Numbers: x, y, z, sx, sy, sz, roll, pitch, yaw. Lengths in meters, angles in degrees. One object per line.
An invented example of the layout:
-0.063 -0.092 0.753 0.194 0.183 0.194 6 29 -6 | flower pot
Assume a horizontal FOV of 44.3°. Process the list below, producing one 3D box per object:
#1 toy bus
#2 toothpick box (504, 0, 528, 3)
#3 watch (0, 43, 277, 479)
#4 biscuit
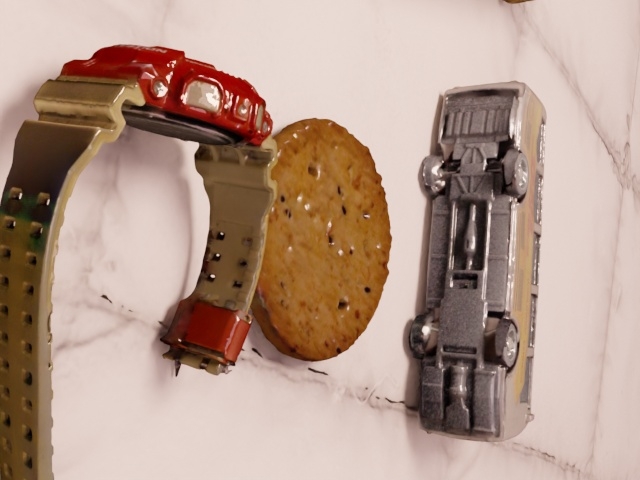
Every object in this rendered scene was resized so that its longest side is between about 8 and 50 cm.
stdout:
0.162 0.019 0.780 0.138 0.097 0.343 15 77 -60 | toy bus
0.187 -0.341 0.736 0.308 0.190 0.188 -12 103 -49 | toothpick box
-0.099 0.030 0.437 0.164 0.102 0.269 -5 103 -55 | watch
-0.001 0.000 0.609 0.187 0.027 0.188 -1 91 -55 | biscuit
